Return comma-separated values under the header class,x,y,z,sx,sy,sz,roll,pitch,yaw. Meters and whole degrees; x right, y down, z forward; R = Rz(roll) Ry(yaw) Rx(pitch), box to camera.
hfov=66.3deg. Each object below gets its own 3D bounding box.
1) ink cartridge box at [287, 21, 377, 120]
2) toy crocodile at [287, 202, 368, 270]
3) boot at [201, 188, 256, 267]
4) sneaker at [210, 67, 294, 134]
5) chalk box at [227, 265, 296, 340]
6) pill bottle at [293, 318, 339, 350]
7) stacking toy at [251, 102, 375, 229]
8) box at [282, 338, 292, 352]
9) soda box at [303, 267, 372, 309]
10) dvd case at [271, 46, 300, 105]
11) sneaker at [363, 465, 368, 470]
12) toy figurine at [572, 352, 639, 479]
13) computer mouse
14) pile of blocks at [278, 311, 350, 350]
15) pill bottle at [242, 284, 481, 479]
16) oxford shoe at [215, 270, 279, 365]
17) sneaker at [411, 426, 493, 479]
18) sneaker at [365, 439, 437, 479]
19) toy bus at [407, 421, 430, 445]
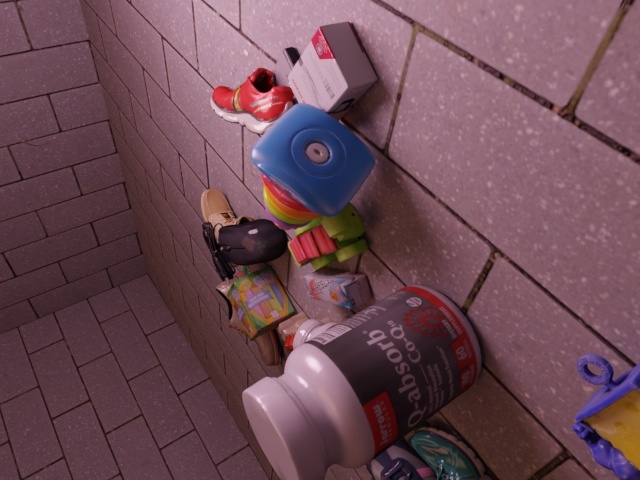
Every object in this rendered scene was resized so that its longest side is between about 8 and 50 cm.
class,x,y,z,sx,sy,sz,roll,pitch,yaw
ink cartridge box,0.015,-0.274,0.828,0.109,0.063,0.150,64,153,2
toy crocodile,0.000,0.000,1.033,0.115,0.105,0.340,65,154,0
boot,-0.270,-0.059,1.485,0.203,0.095,0.261,-26,81,59
sneaker,-0.133,-0.295,1.008,0.279,0.107,0.118,31,118,44
chalk box,-0.193,0.170,1.487,0.213,0.132,0.132,58,152,14
pill bottle,0.048,0.249,1.047,0.216,0.121,0.121,20,130,38
stacking toy,-0.047,-0.087,0.905,0.175,0.165,0.302,38,153,-1
box,-0.069,0.324,1.506,0.137,0.027,0.094,49,150,28
soda box,0.035,0.104,1.101,0.183,0.063,0.058,4,115,60
dvd case,-0.066,-0.257,1.026,0.179,0.030,0.239,64,152,3
sneaker,0.155,0.513,1.171,0.290,0.106,0.123,-1,109,60
toy figurine,0.351,0.202,0.496,0.217,0.191,0.362,55,151,30
computer mouse,-0.216,0.022,1.343,0.272,0.072,0.188,-12,104,32
pile of blocks,-0.015,0.279,1.280,0.362,0.113,0.148,-11,102,63
pill bottle,0.071,0.236,0.812,0.210,0.363,0.210,41,145,38
oxford shoe,-0.253,0.287,1.690,0.348,0.130,0.123,65,153,2
sneaker,0.270,0.477,0.934,0.275,0.110,0.107,45,145,35
sneaker,0.210,0.525,0.984,0.319,0.112,0.131,44,177,9
toy bus,0.135,0.373,1.096,0.191,0.104,0.202,6,117,59
